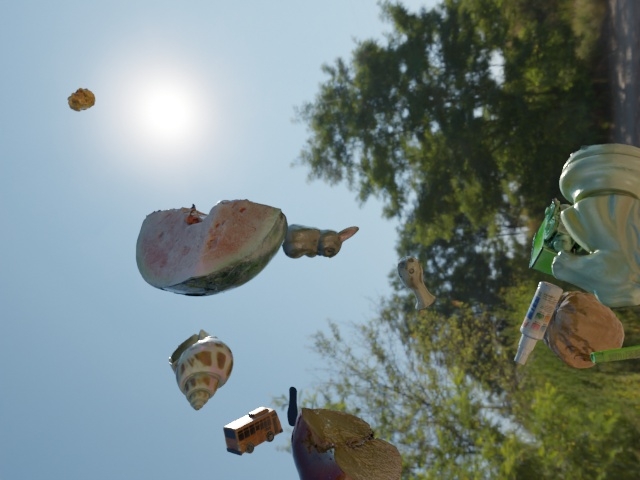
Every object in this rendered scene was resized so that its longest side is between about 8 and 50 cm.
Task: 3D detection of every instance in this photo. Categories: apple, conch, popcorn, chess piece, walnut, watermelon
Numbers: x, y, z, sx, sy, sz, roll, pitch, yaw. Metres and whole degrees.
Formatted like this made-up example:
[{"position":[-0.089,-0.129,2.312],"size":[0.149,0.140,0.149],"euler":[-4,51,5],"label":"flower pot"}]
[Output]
[{"position":[0.083,0.662,1.629],"size":[0.365,0.295,0.329],"euler":[17,-125,-53],"label":"apple"},{"position":[-0.447,0.472,1.956],"size":[0.368,0.249,0.197],"euler":[-62,-45,-77],"label":"conch"},{"position":[-0.734,-0.430,1.613],"size":[0.057,0.082,0.083],"euler":[64,-165,-6],"label":"popcorn"},{"position":[0.523,-0.016,0.964],"size":[0.176,0.175,0.298],"euler":[51,-132,-49],"label":"chess piece"},{"position":[0.819,0.283,1.659],"size":[0.257,0.224,0.257],"euler":[5,-101,-25],"label":"walnut"},{"position":[-0.205,0.041,1.011],"size":[0.175,0.321,0.188],"euler":[41,-123,-42],"label":"watermelon"}]

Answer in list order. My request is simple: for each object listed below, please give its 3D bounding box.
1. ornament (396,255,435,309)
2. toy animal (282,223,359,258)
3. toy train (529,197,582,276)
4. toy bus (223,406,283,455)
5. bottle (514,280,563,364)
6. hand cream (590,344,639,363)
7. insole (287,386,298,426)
[{"position":[0.274,0.120,1.542],"size":[0.075,0.081,0.156],"euler":[-37,-74,-29],"label":"ornament"},{"position":[0.000,0.003,1.694],"size":[0.127,0.251,0.125],"euler":[-75,-21,-57],"label":"toy animal"},{"position":[0.752,-0.009,1.659],"size":[0.243,0.132,0.188],"euler":[-53,-18,-48],"label":"toy train"},{"position":[-0.244,0.686,1.912],"size":[0.201,0.098,0.114],"euler":[-14,-88,-43],"label":"toy bus"},{"position":[0.544,0.212,1.333],"size":[0.060,0.060,0.217],"euler":[-1,-69,-64],"label":"bottle"},{"position":[0.613,0.230,1.066],"size":[0.023,0.121,0.036],"euler":[-92,-7,-62],"label":"hand cream"},{"position":[-0.093,0.553,1.754],"size":[0.002,0.045,0.135],"euler":[-2,-87,-57],"label":"insole"}]
